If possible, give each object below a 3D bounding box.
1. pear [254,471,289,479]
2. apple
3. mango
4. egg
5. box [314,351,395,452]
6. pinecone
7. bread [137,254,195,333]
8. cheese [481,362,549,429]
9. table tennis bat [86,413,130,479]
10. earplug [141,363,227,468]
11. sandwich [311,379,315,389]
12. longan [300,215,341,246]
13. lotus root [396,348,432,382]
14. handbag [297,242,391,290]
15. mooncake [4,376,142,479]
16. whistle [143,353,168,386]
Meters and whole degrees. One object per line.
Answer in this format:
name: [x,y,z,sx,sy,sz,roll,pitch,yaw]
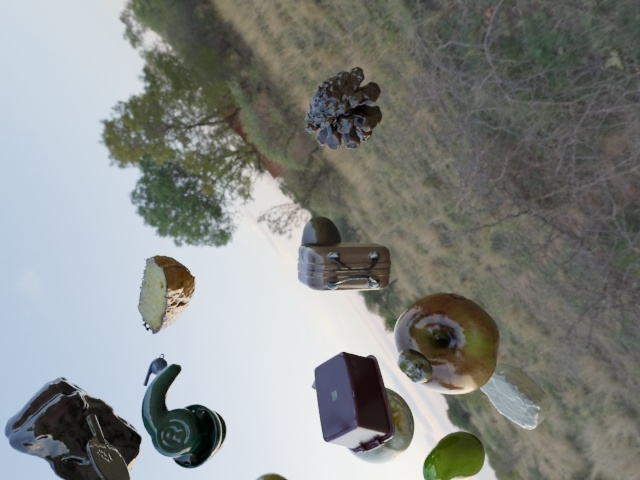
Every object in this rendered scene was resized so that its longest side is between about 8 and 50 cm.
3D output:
pear: [-0.215,1.205,1.899,0.284,0.283,0.283,54,-178,-3]
apple: [0.501,0.403,1.655,0.401,0.400,0.333,55,-168,30]
mango: [0.483,0.796,1.525,0.142,0.292,0.176,17,105,54]
egg: [0.205,0.710,1.620,0.278,0.278,0.336,54,151,13]
box: [0.098,0.512,1.353,0.167,0.193,0.294,29,-145,-37]
pinecone: [0.066,-0.342,1.114,0.202,0.229,0.201,22,167,22]
bread: [-0.434,0.142,1.206,0.129,0.260,0.133,44,-144,22]
cheese: [0.910,0.729,1.983,0.326,0.115,0.318,9,127,64]
table tennis bat: [-0.561,0.545,1.086,0.234,0.022,0.131,37,164,39]
earplug: [-0.385,0.522,1.211,0.257,0.163,0.280,53,180,35]
sandwich: [0.015,0.714,2.135,0.074,0.117,0.074,31,157,-10]
longan: [0.000,0.000,1.627,0.167,0.167,0.188,-117,15,-76]
lotus root: [0.303,0.402,1.365,0.113,0.088,0.192,35,180,6]
handbag: [0.087,0.085,1.359,0.283,0.301,0.149,-153,65,-75]
mooncake: [-0.750,0.597,1.304,0.350,0.212,0.381,-2,133,44]
whistle: [-0.771,0.614,1.976,0.090,0.090,0.158,50,-131,-62]
